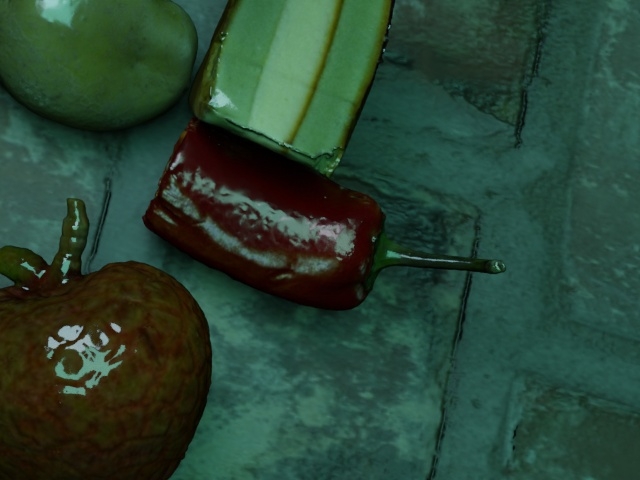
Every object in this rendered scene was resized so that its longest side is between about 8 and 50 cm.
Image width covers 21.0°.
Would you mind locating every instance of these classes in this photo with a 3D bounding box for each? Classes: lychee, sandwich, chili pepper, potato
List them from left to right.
[{"bbox_3d":[-0.220,0.118,1.563,0.255,0.255,0.300,-20,109,-17],"label":"lychee"},{"bbox_3d":[-0.229,-0.203,1.676,0.235,0.160,0.178,24,112,-22],"label":"potato"},{"bbox_3d":[-0.043,-0.143,1.681,0.155,0.198,0.227,22,60,-7],"label":"sandwich"},{"bbox_3d":[-0.001,0.001,1.695,0.338,0.134,0.131,23,103,-4],"label":"chili pepper"}]
